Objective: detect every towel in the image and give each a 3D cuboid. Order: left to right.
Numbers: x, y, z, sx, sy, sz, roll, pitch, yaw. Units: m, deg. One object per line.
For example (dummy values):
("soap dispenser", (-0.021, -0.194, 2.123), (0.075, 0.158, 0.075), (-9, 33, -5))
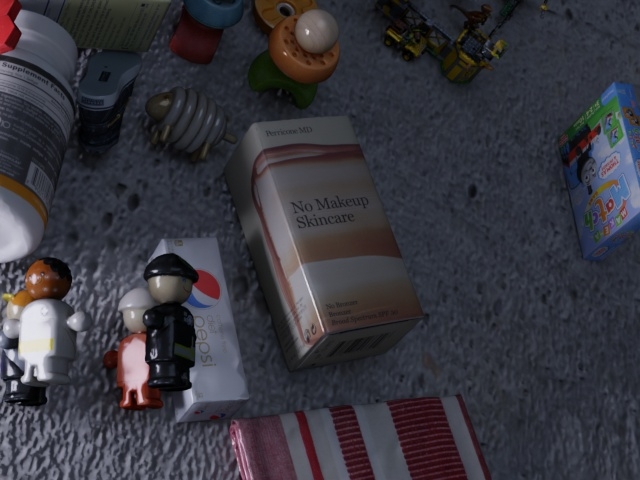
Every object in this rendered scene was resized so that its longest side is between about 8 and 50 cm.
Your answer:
("towel", (0.066, 0.310, 1.518), (0.329, 0.037, 0.237), (-3, 62, -28))

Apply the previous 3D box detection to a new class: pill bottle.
("pill bottle", (-0.377, -0.126, 1.476), (0.162, 0.162, 0.278), (17, 56, -16))

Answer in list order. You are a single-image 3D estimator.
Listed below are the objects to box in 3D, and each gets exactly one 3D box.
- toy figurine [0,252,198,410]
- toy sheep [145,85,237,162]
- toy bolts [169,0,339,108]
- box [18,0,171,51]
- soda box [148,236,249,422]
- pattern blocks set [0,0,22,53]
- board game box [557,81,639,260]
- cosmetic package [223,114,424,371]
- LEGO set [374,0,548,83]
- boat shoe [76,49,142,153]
("toy figurine", (-0.245, 0.098, 1.380), (0.209, 0.213, 0.148), (4, 73, -18))
("toy sheep", (-0.168, -0.153, 1.641), (0.132, 0.091, 0.091), (25, 54, -28))
("toy bolts", (-0.077, -0.325, 1.733), (0.228, 0.158, 0.218), (17, 57, -16))
("box", (-0.339, -0.369, 1.632), (0.243, 0.117, 0.213), (0, 63, -27))
("soda box", (-0.148, 0.105, 1.510), (0.074, 0.069, 0.216), (-1, 63, -26))
("pattern blocks set", (-0.476, -0.317, 1.508), (0.285, 0.026, 0.325), (-19, 61, 15))
("board game box", (0.421, -0.099, 1.842), (0.039, 0.160, 0.211), (5, 60, -22))
("cosmetic package", (0.000, 0.000, 1.603), (0.153, 0.129, 0.296), (-9, 67, -28))
("LEGO set", (0.243, -0.419, 1.896), (0.255, 0.192, 0.331), (45, 60, 0))
("boat shoe", (-0.277, -0.182, 1.621), (0.065, 0.083, 0.183), (11, 29, 2))
